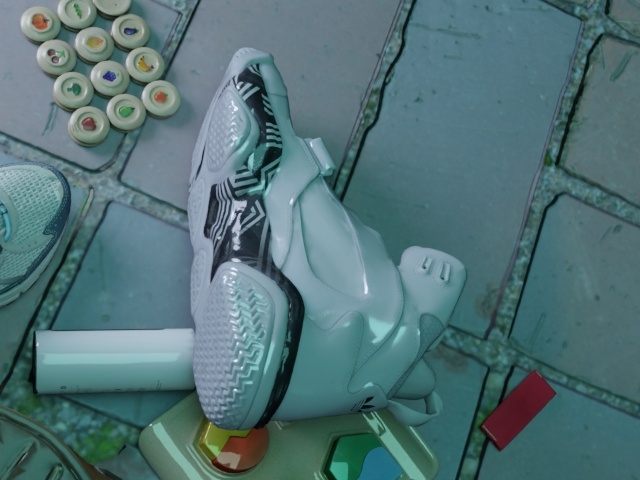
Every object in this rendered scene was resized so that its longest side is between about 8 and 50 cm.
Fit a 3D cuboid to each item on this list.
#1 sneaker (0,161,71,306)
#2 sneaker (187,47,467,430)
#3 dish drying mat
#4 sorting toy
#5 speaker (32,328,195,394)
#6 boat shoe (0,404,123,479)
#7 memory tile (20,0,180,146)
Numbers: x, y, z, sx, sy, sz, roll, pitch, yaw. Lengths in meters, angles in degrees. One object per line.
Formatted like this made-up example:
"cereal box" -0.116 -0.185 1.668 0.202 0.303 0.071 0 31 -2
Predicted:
"sneaker" -0.308 0.016 0.937 0.283 0.122 0.110 -36 88 -32
"sneaker" 0.000 0.000 1.027 0.210 0.137 0.365 10 55 -20
"dish drying mat" 0.186 0.160 1.108 0.083 0.008 0.032 -40 88 -25
"sorting toy" -0.022 0.185 1.021 0.208 0.038 0.193 -35 85 -23
"speaker" -0.173 0.102 0.995 0.136 0.055 0.055 0 72 -16
"boat shoe" -0.197 0.228 0.924 0.307 0.104 0.110 36 75 -4
"memory tile" -0.205 -0.167 1.099 0.113 0.012 0.148 -23 80 -22
